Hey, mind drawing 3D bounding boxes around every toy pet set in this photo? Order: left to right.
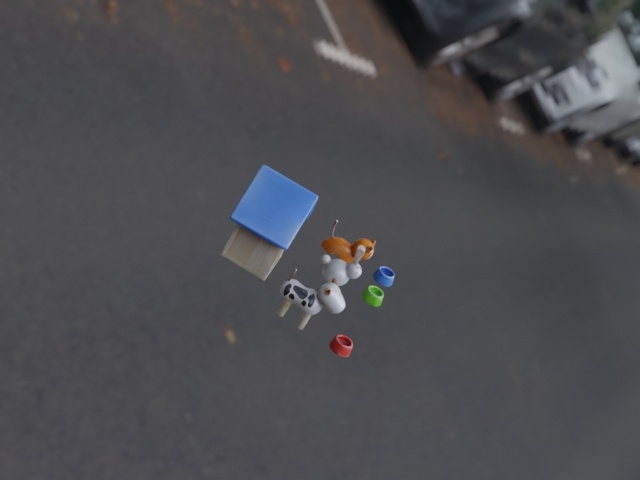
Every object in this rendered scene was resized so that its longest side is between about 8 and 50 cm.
[{"bbox_3d":[0.000,0.000,1.167,0.114,0.065,0.122,31,29,1],"label":"toy pet set"}]
